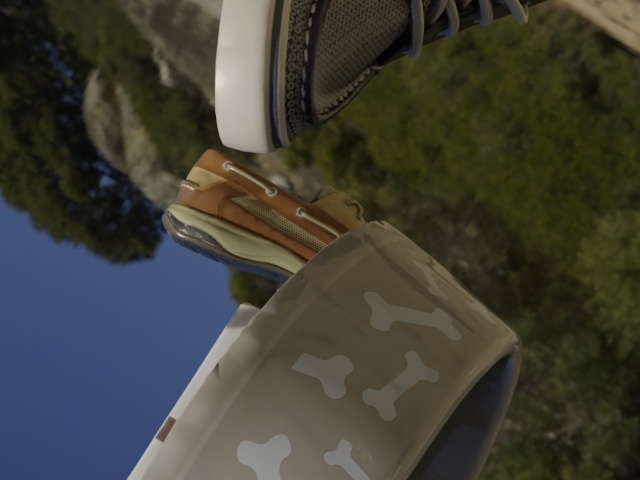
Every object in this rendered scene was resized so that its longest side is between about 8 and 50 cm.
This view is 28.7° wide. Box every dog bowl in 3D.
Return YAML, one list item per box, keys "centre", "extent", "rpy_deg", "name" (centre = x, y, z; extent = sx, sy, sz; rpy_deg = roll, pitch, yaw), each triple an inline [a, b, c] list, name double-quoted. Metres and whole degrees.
- centre: [0.000, 0.164, 0.711]
  extent: [0.102, 0.349, 0.349]
  rpy_deg: [28, -168, 17]
  name: "dog bowl"

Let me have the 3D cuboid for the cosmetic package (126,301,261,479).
- centre: [-0.078, 0.271, 1.047]
  extent: [0.217, 0.385, 0.156]
  rpy_deg: [30, 169, 5]
  name: "cosmetic package"

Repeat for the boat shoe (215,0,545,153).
- centre: [0.058, -0.158, 0.706]
  extent: [0.158, 0.127, 0.340]
  rpy_deg: [9, -138, 11]
  name: "boat shoe"

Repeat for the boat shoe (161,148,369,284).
- centre: [0.000, 0.000, 1.316]
  extent: [0.324, 0.120, 0.122]
  rpy_deg: [23, 171, -12]
  name: "boat shoe"
